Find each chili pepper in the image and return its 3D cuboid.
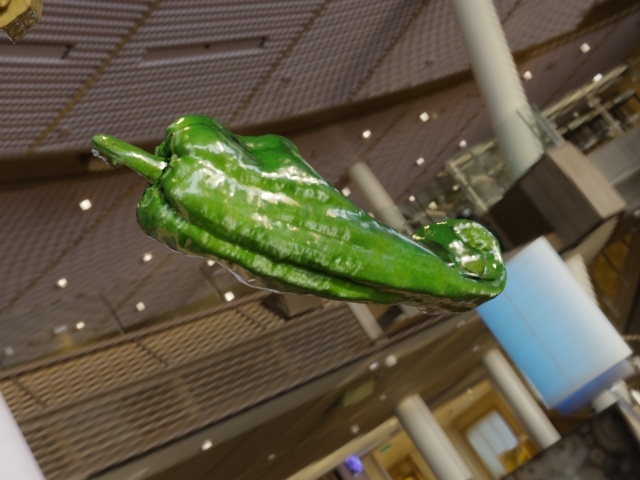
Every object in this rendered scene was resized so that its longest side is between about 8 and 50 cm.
[{"bbox_3d":[0.002,-0.006,0.501,0.257,0.100,0.074,22,-63,-33],"label":"chili pepper"}]

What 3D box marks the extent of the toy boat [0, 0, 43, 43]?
[{"bbox_3d":[-0.220,-0.190,0.468,0.072,0.206,0.064,-41,2,-6],"label":"toy boat"}]
